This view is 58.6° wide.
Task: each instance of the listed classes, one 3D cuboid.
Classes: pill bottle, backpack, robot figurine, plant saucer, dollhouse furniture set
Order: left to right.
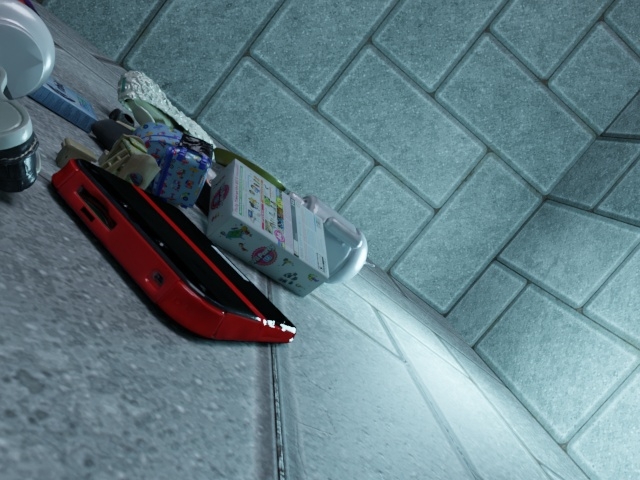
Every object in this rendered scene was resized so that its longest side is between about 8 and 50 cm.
[{"bbox_3d":[-0.599,-0.373,1.049,0.181,0.181,0.323,33,8,-44],"label":"pill bottle"},{"bbox_3d":[-0.415,-0.179,1.088,0.161,0.101,0.182,33,8,-41],"label":"dollhouse furniture set"},{"bbox_3d":[-0.338,-0.167,1.246,0.173,0.158,0.116,22,30,-21],"label":"backpack"},{"bbox_3d":[-0.216,-0.193,1.680,0.241,0.037,0.241,28,-7,4],"label":"plant saucer"},{"bbox_3d":[0.000,0.000,1.737,0.353,0.199,0.300,37,-23,-23],"label":"robot figurine"}]

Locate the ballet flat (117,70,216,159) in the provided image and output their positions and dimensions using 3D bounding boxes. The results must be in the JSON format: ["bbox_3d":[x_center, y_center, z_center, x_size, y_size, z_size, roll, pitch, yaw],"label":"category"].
[{"bbox_3d":[-0.492,-0.355,1.812,0.409,0.147,0.147,45,1,-41],"label":"ballet flat"}]

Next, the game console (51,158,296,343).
[{"bbox_3d":[-0.232,0.028,0.943,0.386,0.060,0.342,42,2,24],"label":"game console"}]

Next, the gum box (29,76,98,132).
[{"bbox_3d":[-0.619,-0.339,1.328,0.184,0.041,0.157,35,8,-39],"label":"gum box"}]

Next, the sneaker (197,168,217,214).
[{"bbox_3d":[-0.284,-0.126,1.539,0.270,0.090,0.145,47,8,30],"label":"sneaker"}]

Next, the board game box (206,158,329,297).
[{"bbox_3d":[-0.123,-0.029,1.389,0.303,0.097,0.224,36,29,-31],"label":"board game box"}]

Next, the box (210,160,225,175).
[{"bbox_3d":[-0.233,-0.143,1.616,0.324,0.067,0.063,27,-36,15],"label":"box"}]

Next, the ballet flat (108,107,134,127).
[{"bbox_3d":[-0.576,-0.359,1.681,0.057,0.049,0.173,38,6,-11],"label":"ballet flat"}]

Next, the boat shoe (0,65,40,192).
[{"bbox_3d":[-0.467,-0.166,0.781,0.114,0.091,0.302,-18,43,-27],"label":"boat shoe"}]

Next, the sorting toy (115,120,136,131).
[{"bbox_3d":[-0.471,-0.261,1.644,0.208,0.038,0.193,41,6,14],"label":"sorting toy"}]

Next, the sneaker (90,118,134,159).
[{"bbox_3d":[-0.442,-0.230,1.384,0.118,0.083,0.222,41,8,23],"label":"sneaker"}]
